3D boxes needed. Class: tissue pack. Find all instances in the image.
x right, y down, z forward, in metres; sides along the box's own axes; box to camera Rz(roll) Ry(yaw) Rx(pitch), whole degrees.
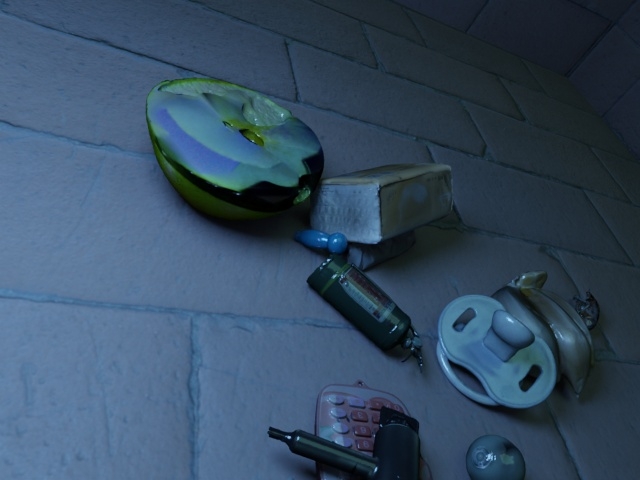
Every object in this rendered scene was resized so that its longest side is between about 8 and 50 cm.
[{"bbox_3d":[0.152,-0.059,1.287,0.306,0.238,0.238,-19,62,-45],"label":"tissue pack"}]

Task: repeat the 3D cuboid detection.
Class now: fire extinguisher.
[{"bbox_3d":[0.110,0.148,1.113,0.294,0.093,0.118,41,37,8],"label":"fire extinguisher"}]

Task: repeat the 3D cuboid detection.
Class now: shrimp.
[{"bbox_3d":[0.752,0.195,1.532,0.073,0.074,0.190,12,40,24],"label":"shrimp"}]

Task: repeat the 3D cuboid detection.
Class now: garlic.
[{"bbox_3d":[0.537,0.212,1.322,0.279,0.132,0.325,4,42,-19],"label":"garlic"}]

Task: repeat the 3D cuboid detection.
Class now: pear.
[{"bbox_3d":[-0.196,-0.173,1.170,0.399,0.165,0.398,19,41,-18],"label":"pear"}]

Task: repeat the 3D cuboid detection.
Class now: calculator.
[{"bbox_3d":[0.090,0.382,0.904,0.220,0.048,0.329,15,41,-20],"label":"calculator"}]

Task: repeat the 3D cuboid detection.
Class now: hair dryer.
[{"bbox_3d":[0.040,0.320,0.850,0.248,0.078,0.195,22,34,-4],"label":"hair dryer"}]

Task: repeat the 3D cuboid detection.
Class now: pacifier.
[{"bbox_3d":[0.380,0.222,1.137,0.279,0.207,0.227,42,58,17],"label":"pacifier"}]

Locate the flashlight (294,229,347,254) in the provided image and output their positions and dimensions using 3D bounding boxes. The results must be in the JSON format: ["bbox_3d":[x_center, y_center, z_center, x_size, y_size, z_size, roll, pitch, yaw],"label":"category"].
[{"bbox_3d":[0.000,0.000,1.186,0.129,0.051,0.051,11,30,28],"label":"flashlight"}]

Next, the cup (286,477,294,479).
[{"bbox_3d":[-0.056,0.416,0.729,0.128,0.095,0.129,-17,58,-41],"label":"cup"}]

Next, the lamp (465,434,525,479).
[{"bbox_3d":[0.318,0.408,0.983,0.105,0.105,0.105,19,42,-18],"label":"lamp"}]
